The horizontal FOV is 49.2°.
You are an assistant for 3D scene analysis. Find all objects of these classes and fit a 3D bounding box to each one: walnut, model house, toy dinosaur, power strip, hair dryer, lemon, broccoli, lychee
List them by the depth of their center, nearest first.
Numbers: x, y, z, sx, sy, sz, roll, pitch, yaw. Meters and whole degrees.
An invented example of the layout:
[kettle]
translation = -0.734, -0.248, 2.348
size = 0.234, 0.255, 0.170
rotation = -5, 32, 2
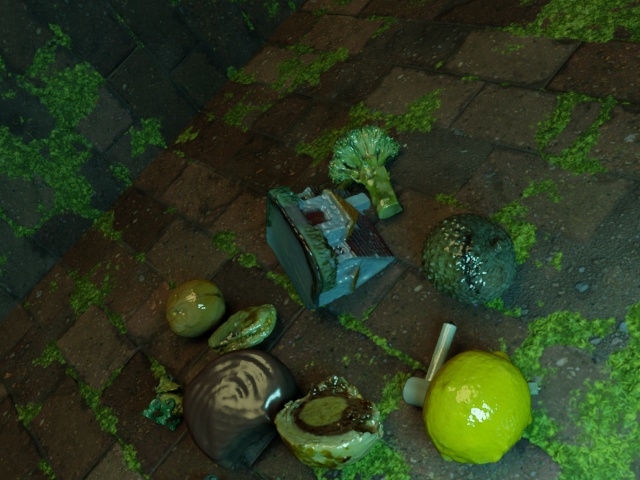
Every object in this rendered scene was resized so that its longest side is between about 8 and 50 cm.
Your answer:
[lemon]
translation = 0.355, 0.375, 1.590
size = 0.233, 0.233, 0.288
rotation = 17, 62, 47
[power strip]
translation = 0.486, 0.354, 1.668
size = 0.083, 0.017, 0.027
rotation = -7, 50, 35
[hair dryer]
translation = 0.309, 0.316, 1.777
size = 0.131, 0.073, 0.237
rotation = 4, 64, 47
[lychee]
translation = 0.387, 0.051, 1.855
size = 0.274, 0.255, 0.255
rotation = -28, 36, 46
[model house]
translation = 0.053, -0.012, 2.149
size = 0.339, 0.297, 0.360
rotation = -20, 55, -20
[toy dinosaur]
translation = -0.462, 0.532, 2.222
size = 0.259, 0.094, 0.153
rotation = 22, 72, 39
[broccoli]
translation = 0.153, -0.216, 2.366
size = 0.251, 0.221, 0.362
rotation = 5, 47, -3
[walnut]
translation = -0.433, 0.234, 2.407
size = 0.225, 0.193, 0.193
rotation = -37, 38, 20

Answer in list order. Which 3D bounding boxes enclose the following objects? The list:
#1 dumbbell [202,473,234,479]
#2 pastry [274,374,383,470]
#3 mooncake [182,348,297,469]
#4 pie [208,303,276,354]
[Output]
[dumbbell]
translation = -0.349, 0.710, 1.957
size = 0.253, 0.082, 0.082
rotation = -24, 41, 19
[pastry]
translation = 0.023, 0.493, 1.787
size = 0.236, 0.170, 0.256
rotation = -28, 33, -23
[mooncake]
translation = -0.235, 0.475, 1.982
size = 0.325, 0.174, 0.334
rotation = -3, 66, 21
[pie]
translation = -0.250, 0.284, 2.250
size = 0.248, 0.090, 0.201
rotation = -29, 19, 2
